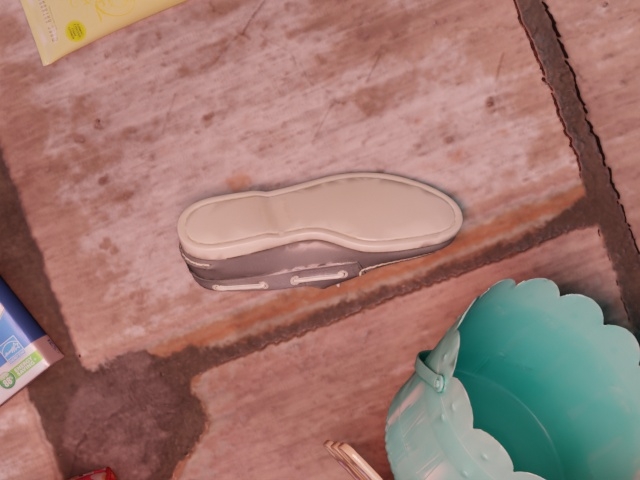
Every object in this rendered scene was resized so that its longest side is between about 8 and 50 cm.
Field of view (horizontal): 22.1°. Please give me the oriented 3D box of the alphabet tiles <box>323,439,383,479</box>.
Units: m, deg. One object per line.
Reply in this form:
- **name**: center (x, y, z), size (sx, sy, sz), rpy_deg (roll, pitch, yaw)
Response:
- **alphabet tiles**: center (0.106, 0.321, 1.758), size (0.021, 0.284, 0.278), rpy_deg (-44, 92, -10)

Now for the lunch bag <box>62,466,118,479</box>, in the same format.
- **lunch bag**: center (-0.250, 0.396, 1.777), size (0.120, 0.293, 0.258), rpy_deg (-15, 92, -1)

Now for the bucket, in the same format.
- **bucket**: center (0.214, 0.196, 1.738), size (0.281, 0.281, 0.183), rpy_deg (42, 134, 0)

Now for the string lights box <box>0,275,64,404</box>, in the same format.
- **string lights box**: center (-0.430, 0.075, 1.871), size (0.133, 0.077, 0.260), rpy_deg (-39, 91, 6)

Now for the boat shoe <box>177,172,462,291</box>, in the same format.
- **boat shoe**: center (0.000, 0.000, 1.852), size (0.319, 0.116, 0.099), rpy_deg (-5, 137, -4)

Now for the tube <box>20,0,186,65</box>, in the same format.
- **tube**: center (-0.220, -0.278, 1.850), size (0.240, 0.062, 0.070), rpy_deg (-18, 52, 9)
